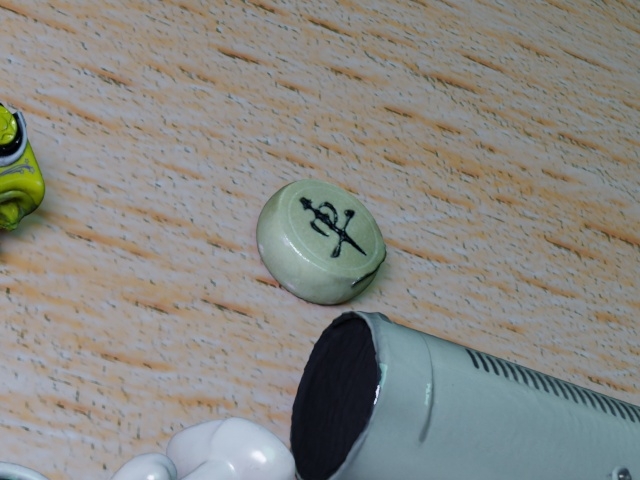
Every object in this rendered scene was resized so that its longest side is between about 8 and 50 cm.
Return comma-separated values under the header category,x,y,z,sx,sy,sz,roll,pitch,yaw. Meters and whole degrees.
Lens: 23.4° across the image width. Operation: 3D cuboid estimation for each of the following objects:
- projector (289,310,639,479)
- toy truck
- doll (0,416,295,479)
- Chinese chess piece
category,x,y,z,sx,sy,sz,roll,pitch,yaw
projector,0.149,0.138,0.920,0.337,0.108,0.108,20,46,-23
toy truck,-0.203,-0.025,0.826,0.111,0.076,0.077,-24,92,-45
doll,-0.131,0.148,0.699,0.208,0.144,0.271,55,42,-17
Chinese chess piece,0.000,0.000,0.978,0.084,0.034,0.084,20,45,-22
